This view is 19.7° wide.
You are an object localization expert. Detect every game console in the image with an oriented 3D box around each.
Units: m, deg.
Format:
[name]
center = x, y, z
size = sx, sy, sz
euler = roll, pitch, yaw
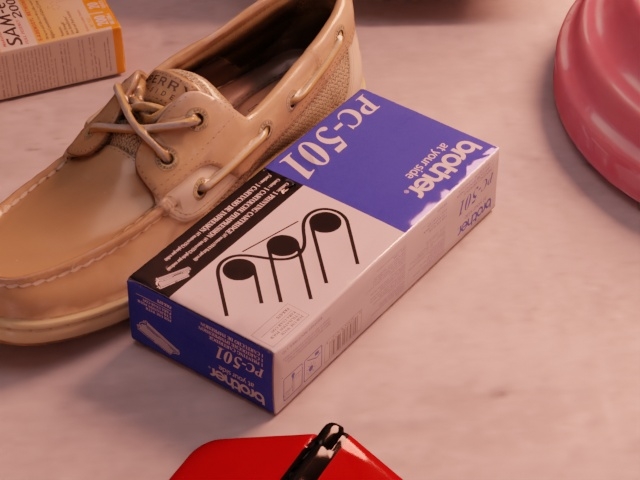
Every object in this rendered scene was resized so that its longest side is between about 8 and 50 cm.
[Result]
[game console]
center = -0.027, 0.156, 0.821
size = 0.124, 0.085, 0.144
euler = 40, 48, 0

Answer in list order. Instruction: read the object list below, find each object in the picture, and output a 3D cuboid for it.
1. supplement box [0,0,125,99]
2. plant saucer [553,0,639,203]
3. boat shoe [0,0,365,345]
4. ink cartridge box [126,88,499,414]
[supplement box]
center = -0.178, -0.124, 1.148
size = 0.098, 0.036, 0.062
euler = -15, 41, -15
[plant saucer]
center = 0.306, -0.116, 1.091
size = 0.332, 0.084, 0.332
euler = -1, 40, 1
[boat shoe]
center = -0.086, -0.052, 1.009
size = 0.109, 0.098, 0.302
euler = 29, 48, 31
[ink cartridge box]
center = 0.000, 0.000, 0.985
size = 0.097, 0.046, 0.207
euler = 26, 46, 27
